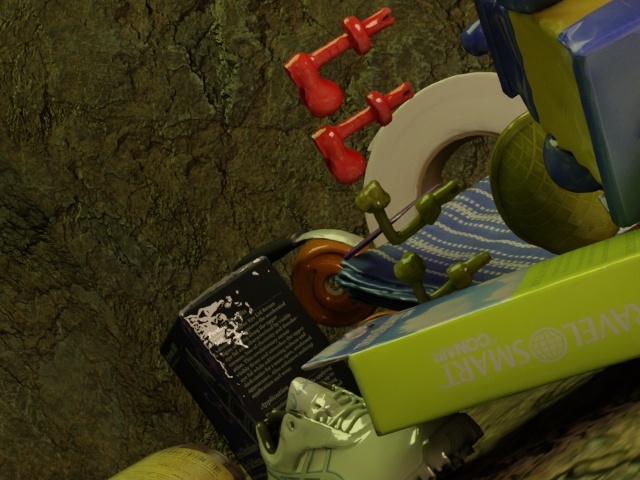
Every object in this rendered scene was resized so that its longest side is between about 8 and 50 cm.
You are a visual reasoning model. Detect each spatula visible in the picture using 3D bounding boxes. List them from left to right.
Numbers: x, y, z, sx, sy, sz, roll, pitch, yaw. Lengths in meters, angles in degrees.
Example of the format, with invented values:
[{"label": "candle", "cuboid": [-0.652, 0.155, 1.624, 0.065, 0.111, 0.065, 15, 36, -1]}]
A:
[{"label": "spatula", "cuboid": [0.000, 0.000, 0.811, 0.084, 0.030, 0.296, -36, 13, -38]}]

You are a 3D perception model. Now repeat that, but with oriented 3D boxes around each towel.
[{"label": "towel", "cuboid": [0.201, -0.023, 0.768, 0.336, 0.040, 0.243, -33, 25, -31]}]

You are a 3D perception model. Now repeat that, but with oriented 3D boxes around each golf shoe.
[{"label": "golf shoe", "cuboid": [0.011, 0.108, 0.449, 0.069, 0.086, 0.176, -28, -9, -37]}]

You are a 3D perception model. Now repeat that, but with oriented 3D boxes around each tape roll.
[{"label": "tape roll", "cuboid": [0.198, -0.058, 1.029, 0.286, 0.286, 0.100, -39, -8, 21]}]

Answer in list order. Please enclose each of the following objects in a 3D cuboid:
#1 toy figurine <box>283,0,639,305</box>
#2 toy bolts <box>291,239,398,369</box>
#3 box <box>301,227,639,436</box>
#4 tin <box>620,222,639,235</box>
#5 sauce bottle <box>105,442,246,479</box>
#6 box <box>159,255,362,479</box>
[{"label": "toy figurine", "cuboid": [0.116, -0.054, 0.436, 0.191, 0.217, 0.363, -31, -52, -4]}, {"label": "toy bolts", "cuboid": [0.100, 0.051, 0.932, 0.228, 0.218, 0.158, -31, 8, 18]}, {"label": "box", "cuboid": [0.093, 0.035, 0.376, 0.178, 0.043, 0.109, -22, -2, 20]}, {"label": "tin", "cuboid": [0.210, 0.006, 0.531, 0.106, 0.040, 0.190, -26, -11, -34]}, {"label": "sauce bottle", "cuboid": [-0.131, 0.206, 0.516, 0.111, 0.111, 0.344, -37, -9, 7]}, {"label": "box", "cuboid": [-0.053, 0.143, 0.853, 0.108, 0.207, 0.153, -35, -8, -26]}]
